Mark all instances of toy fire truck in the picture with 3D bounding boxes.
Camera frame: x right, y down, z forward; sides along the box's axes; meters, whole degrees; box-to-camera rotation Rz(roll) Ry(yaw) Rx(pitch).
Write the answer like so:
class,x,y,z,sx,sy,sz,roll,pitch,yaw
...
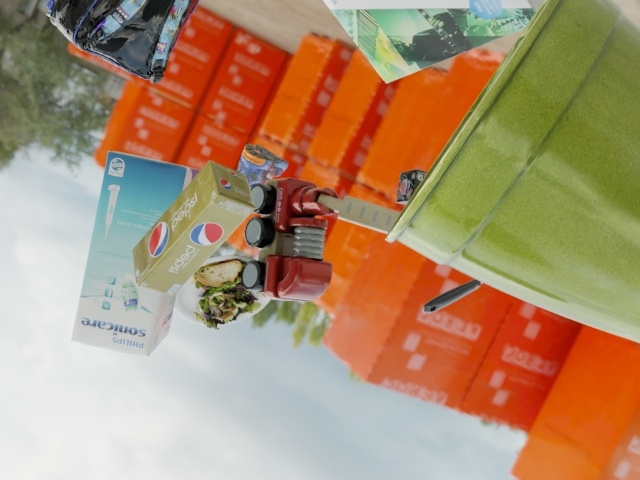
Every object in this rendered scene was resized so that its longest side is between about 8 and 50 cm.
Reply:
class,x,y,z,sx,sy,sz,roll,pitch,yaw
toy fire truck,0.000,0.000,1.577,0.158,0.217,0.246,10,172,-41

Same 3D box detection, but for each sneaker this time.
class,x,y,z,sx,sy,sz,roll,pitch,yaw
sneaker,-0.136,-0.156,1.930,0.083,0.087,0.221,34,-170,11

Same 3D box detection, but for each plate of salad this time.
class,x,y,z,sx,sy,sz,roll,pitch,yaw
plate of salad,-0.181,0.103,1.680,0.200,0.200,0.048,21,-145,-35

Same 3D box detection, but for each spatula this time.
class,x,y,z,sx,sy,sz,roll,pitch,yaw
spatula,0.313,0.063,1.700,0.030,0.296,0.084,44,153,36

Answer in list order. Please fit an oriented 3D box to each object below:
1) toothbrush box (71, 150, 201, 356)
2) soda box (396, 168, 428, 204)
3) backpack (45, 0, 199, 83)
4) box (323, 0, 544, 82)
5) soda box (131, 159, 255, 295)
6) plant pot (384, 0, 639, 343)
class,x,y,z,sx,sy,sz,roll,pitch,yaw
toothbrush box,-0.287,0.016,1.429,0.126,0.296,0.216,13,-178,-2
soda box,0.221,-0.081,1.603,0.169,0.060,0.053,11,173,-29
backpack,-0.236,-0.310,1.122,0.117,0.173,0.158,41,-167,34
box,0.168,-0.399,1.441,0.322,0.058,0.232,-14,127,44
soda box,-0.159,-0.013,1.103,0.058,0.181,0.061,21,-143,-38
plant pot,0.319,-0.055,1.007,0.353,0.366,0.366,34,-174,2
